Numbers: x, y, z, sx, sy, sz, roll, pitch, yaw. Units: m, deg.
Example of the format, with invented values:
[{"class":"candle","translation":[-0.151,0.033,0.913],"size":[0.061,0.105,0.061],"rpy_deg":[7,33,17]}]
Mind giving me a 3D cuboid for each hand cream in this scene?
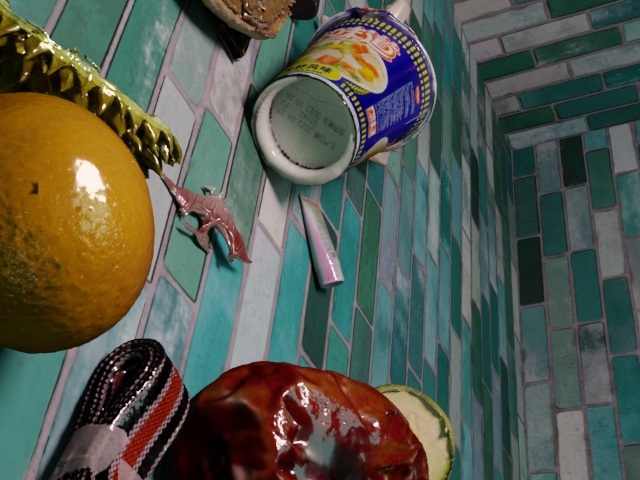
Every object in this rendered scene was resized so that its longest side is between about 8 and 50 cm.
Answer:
[{"class":"hand cream","translation":[0.000,0.000,1.706],"size":[0.076,0.047,0.174],"rpy_deg":[19,53,-65]}]

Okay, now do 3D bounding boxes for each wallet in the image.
[{"class":"wallet","translation":[-0.139,-0.412,1.588],"size":[0.122,0.031,0.232],"rpy_deg":[58,28,-35]}]

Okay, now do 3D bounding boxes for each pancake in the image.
[{"class":"pancake","translation":[-0.154,-0.499,1.499],"size":[0.382,0.071,0.382],"rpy_deg":[42,39,-47]}]

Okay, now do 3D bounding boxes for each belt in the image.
[{"class":"belt","translation":[-0.220,0.239,0.941],"size":[0.094,0.126,0.359],"rpy_deg":[56,23,-24]}]

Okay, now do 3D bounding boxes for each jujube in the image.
[{"class":"jujube","translation":[-0.020,0.299,1.203],"size":[0.377,0.276,0.276],"rpy_deg":[34,48,-55]}]

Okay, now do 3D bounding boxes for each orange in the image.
[{"class":"orange","translation":[-0.258,-0.016,0.834],"size":[0.236,0.236,0.236],"rpy_deg":[-12,90,-68]}]

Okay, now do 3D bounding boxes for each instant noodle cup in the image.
[{"class":"instant noodle cup","translation":[0.030,-0.242,1.643],"size":[0.312,0.284,0.284],"rpy_deg":[-45,121,-56]}]

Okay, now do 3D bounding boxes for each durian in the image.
[{"class":"durian","translation":[-0.270,-0.171,0.983],"size":[0.394,0.163,0.198],"rpy_deg":[43,37,-45]}]

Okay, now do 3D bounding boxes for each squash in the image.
[{"class":"squash","translation":[0.144,0.360,1.625],"size":[0.133,0.220,0.220],"rpy_deg":[8,72,-63]}]

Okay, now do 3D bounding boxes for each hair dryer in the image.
[{"class":"hair dryer","translation":[-0.081,-0.547,1.787],"size":[0.248,0.071,0.114],"rpy_deg":[46,38,-39]}]

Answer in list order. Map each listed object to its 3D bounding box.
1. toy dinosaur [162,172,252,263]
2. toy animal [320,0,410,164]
[{"class":"toy dinosaur","translation":[-0.161,-0.033,1.335],"size":[0.220,0.032,0.108],"rpy_deg":[46,40,-37]},{"class":"toy animal","translation":[0.084,-0.328,1.978],"size":[0.266,0.188,0.308],"rpy_deg":[-66,155,-23]}]
